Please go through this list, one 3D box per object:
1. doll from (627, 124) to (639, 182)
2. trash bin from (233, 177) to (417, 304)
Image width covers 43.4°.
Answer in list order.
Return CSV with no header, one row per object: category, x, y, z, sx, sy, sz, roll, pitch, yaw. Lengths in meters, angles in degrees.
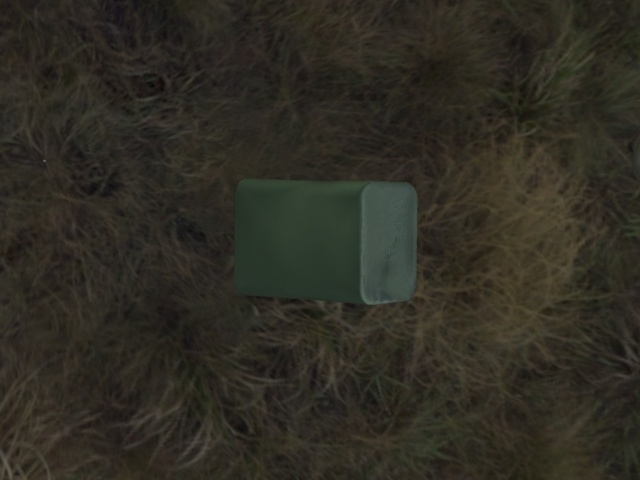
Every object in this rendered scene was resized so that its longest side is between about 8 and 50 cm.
doll,0.453,-0.055,0.757,0.226,0.215,0.370,-36,90,26
trash bin,0.000,0.000,1.426,0.158,0.343,0.222,-1,93,-38
